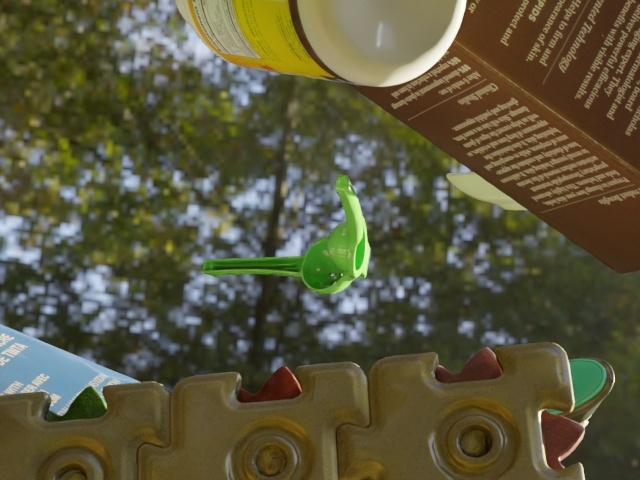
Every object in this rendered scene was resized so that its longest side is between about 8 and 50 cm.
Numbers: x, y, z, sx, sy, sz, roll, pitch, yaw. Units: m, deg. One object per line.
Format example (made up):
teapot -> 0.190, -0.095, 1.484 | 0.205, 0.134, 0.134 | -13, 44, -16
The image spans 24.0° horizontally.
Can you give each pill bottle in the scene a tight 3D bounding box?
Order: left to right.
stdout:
pill bottle -> -0.012, -0.163, 0.961 | 0.117, 0.117, 0.215 | 17, 1, -33

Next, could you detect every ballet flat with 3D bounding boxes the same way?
ballet flat -> 0.233, 0.175, 1.578 | 0.203, 0.074, 0.074 | -24, -33, 36

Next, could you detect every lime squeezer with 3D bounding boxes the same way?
lime squeezer -> 0.000, 0.000, 1.380 | 0.110, 0.059, 0.310 | 35, -25, -13

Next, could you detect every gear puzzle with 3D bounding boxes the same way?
gear puzzle -> -0.061, 0.138, 0.585 | 0.339, 0.175, 0.044 | -6, -27, 5

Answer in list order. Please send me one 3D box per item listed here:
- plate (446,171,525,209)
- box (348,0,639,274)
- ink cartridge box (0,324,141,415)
plate -> 0.310, -0.057, 1.516 | 0.278, 0.045, 0.277 | -4, 2, -24
box -> 0.171, -0.134, 1.206 | 0.381, 0.143, 0.191 | 36, -17, -12
ink cartridge box -> -0.181, 0.207, 0.849 | 0.395, 0.270, 0.151 | 22, 15, 7
